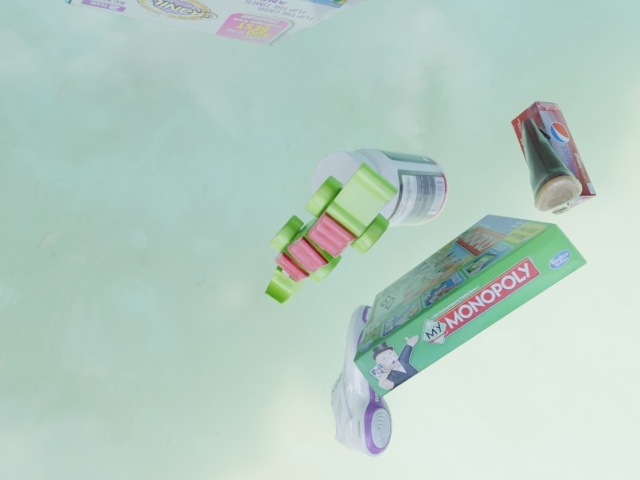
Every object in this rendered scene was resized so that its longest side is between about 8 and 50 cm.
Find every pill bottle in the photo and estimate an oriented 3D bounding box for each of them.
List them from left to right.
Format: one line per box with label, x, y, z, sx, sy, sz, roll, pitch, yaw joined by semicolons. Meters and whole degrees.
pill bottle;0.125;-0.106;0.962;0.283;0.161;0.161;-5;127;-46

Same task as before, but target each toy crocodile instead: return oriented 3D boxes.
toy crocodile;0.000;0.000;0.725;0.115;0.105;0.340;42;141;-6

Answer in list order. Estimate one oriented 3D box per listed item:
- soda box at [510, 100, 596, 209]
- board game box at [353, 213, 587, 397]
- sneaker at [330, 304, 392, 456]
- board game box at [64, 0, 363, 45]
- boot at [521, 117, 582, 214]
soda box;0.571;-0.207;1.153;0.083;0.263;0.092;-4;162;-22
board game box;0.153;0.052;0.558;0.213;0.317;0.046;-38;87;11
sneaker;0.071;0.291;1.000;0.114;0.305;0.152;17;157;-35
board game box;-0.063;-0.257;0.398;0.242;0.316;0.064;-5;98;-37
boot;0.468;-0.167;0.993;0.090;0.248;0.206;-23;74;23
